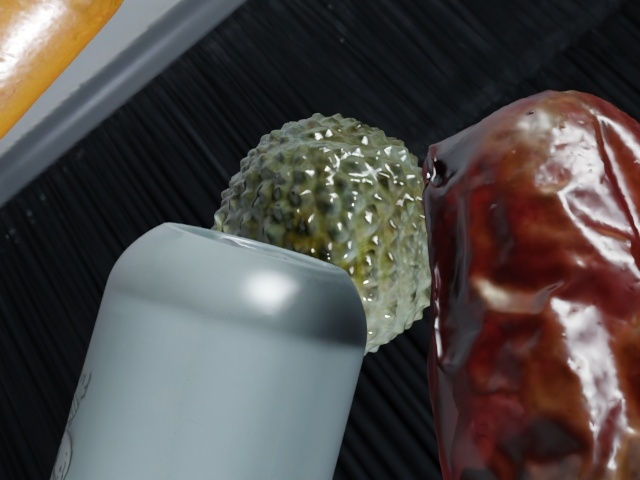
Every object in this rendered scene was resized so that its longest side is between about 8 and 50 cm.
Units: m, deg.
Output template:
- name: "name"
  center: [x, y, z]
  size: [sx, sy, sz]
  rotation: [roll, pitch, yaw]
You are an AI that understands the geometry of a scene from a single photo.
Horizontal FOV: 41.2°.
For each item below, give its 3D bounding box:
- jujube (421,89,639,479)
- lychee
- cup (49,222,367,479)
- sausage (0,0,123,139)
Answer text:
- name: "jujube"
  center: [0.160, 0.081, 0.462]
  size: [0.216, 0.342, 0.216]
  rotation: [-16, 160, -6]
- name: "lychee"
  center: [0.000, 0.000, 0.863]
  size: [0.255, 0.255, 0.274]
  rotation: [-31, 137, -11]
- name: "cup"
  center: [-0.089, 0.154, 0.634]
  size: [0.205, 0.205, 0.312]
  rotation: [12, 93, -54]
- name: "sausage"
  center: [-0.182, -0.117, 0.493]
  size: [0.197, 0.076, 0.076]
  rotation: [-34, 156, 30]
